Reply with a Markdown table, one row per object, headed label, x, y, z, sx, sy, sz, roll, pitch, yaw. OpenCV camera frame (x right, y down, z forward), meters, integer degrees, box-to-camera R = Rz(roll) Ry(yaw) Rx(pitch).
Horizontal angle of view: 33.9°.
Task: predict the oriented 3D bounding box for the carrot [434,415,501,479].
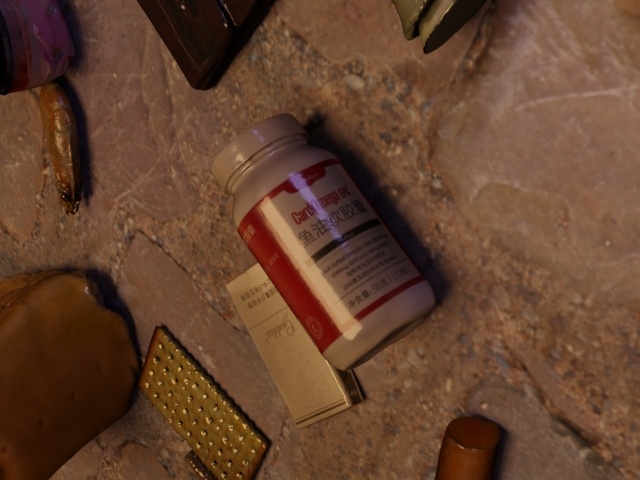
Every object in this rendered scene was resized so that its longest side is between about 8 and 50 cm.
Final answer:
| label | x | y | z | sx | sy | sz | roll | pitch | yaw |
| --- | --- | --- | --- | --- | --- | --- | --- | --- | --- |
| carrot | 0.144 | 0.290 | 1.104 | 0.067 | 0.067 | 0.225 | 26 | 123 | 35 |

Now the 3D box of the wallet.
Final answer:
| label | x | y | z | sx | sy | sz | roll | pitch | yaw |
| --- | --- | --- | --- | --- | --- | --- | --- | --- | --- |
| wallet | -0.154 | -0.298 | 1.149 | 0.229 | 0.049 | 0.182 | 57 | 140 | 11 |

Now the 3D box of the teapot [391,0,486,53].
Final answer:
| label | x | y | z | sx | sy | sz | roll | pitch | yaw |
| --- | --- | --- | --- | --- | --- | --- | --- | --- | --- |
| teapot | 0.033 | -0.278 | 0.893 | 0.251 | 0.183 | 0.183 | 44 | 134 | 6 |

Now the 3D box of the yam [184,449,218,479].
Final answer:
| label | x | y | z | sx | sy | sz | roll | pitch | yaw |
| --- | --- | --- | --- | --- | --- | --- | --- | --- | --- |
| yam | -0.145 | 0.334 | 1.440 | 0.116 | 0.021 | 0.021 | 44 | 133 | 21 |

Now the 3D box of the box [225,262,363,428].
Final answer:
| label | x | y | z | sx | sy | sz | roll | pitch | yaw |
| --- | --- | --- | --- | --- | --- | --- | --- | --- | --- |
| box | -0.032 | 0.116 | 1.226 | 0.109 | 0.029 | 0.198 | -33 | 82 | 47 |

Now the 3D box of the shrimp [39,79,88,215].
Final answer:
| label | x | y | z | sx | sy | sz | roll | pitch | yaw |
| --- | --- | --- | --- | --- | --- | --- | --- | --- | --- |
| shrimp | -0.350 | -0.127 | 1.426 | 0.101 | 0.042 | 0.190 | 15 | 116 | 59 |

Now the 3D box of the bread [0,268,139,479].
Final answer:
| label | x | y | z | sx | sy | sz | roll | pitch | yaw |
| --- | --- | --- | --- | --- | --- | --- | --- | --- | --- |
| bread | -0.478 | 0.244 | 1.485 | 0.361 | 0.394 | 0.250 | -8 | 117 | 43 |

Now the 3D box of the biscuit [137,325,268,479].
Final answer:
| label | x | y | z | sx | sy | sz | roll | pitch | yaw |
| --- | --- | --- | --- | --- | --- | --- | --- | --- | --- |
| biscuit | -0.163 | 0.234 | 1.416 | 0.231 | 0.016 | 0.139 | 43 | 132 | 23 |

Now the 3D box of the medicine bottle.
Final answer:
| label | x | y | z | sx | sy | sz | roll | pitch | yaw |
| --- | --- | --- | --- | --- | --- | --- | --- | --- | --- |
| medicine bottle | 0.000 | 0.000 | 1.067 | 0.250 | 0.131 | 0.131 | 55 | 136 | 11 |

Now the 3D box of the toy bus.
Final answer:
| label | x | y | z | sx | sy | sz | roll | pitch | yaw |
| --- | --- | --- | --- | --- | --- | --- | --- | --- | --- |
| toy bus | -0.454 | -0.264 | 1.385 | 0.303 | 0.147 | 0.127 | 10 | 111 | 41 |
